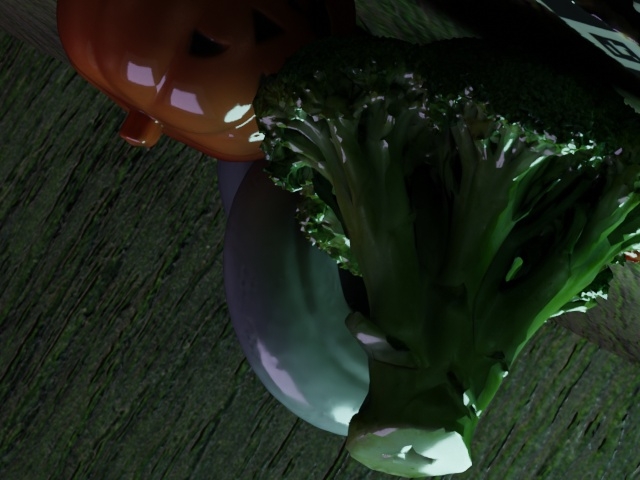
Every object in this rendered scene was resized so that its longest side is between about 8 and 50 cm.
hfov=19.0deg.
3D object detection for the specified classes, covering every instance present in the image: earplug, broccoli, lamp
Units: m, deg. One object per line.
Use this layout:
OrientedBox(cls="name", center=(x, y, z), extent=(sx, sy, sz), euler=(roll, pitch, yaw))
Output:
OrientedBox(cls="earplug", center=(0.010, -0.007, 1.333), extent=(0.214, 0.175, 0.326), euler=(44, -155, -28))
OrientedBox(cls="broccoli", center=(0.072, 0.001, 1.100), extent=(0.269, 0.269, 0.254), euler=(30, 149, -12))
OrientedBox(cls="lamp", center=(-0.076, -0.129, 1.191), extent=(0.187, 0.164, 0.187), euler=(31, 173, 4))

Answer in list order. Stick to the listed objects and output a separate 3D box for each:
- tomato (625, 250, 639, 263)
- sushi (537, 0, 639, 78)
OrientedBox(cls="tomato", center=(0.170, -0.037, 1.295), extent=(0.155, 0.069, 0.155), euler=(22, -178, -1))
OrientedBox(cls="sushi", center=(0.178, -0.082, 0.771), extent=(0.279, 0.043, 0.192), euler=(31, 176, -25))
